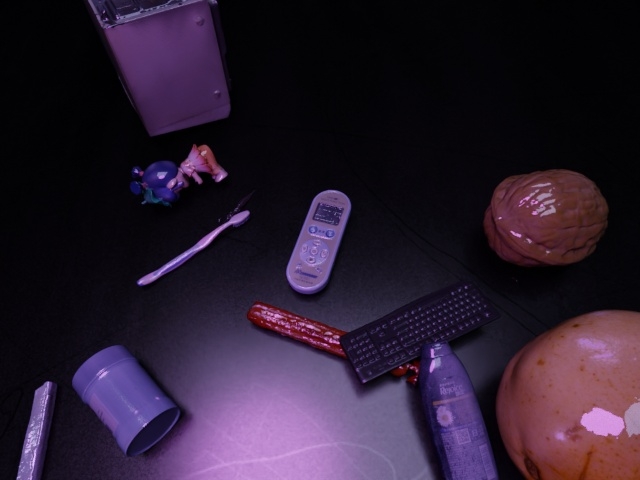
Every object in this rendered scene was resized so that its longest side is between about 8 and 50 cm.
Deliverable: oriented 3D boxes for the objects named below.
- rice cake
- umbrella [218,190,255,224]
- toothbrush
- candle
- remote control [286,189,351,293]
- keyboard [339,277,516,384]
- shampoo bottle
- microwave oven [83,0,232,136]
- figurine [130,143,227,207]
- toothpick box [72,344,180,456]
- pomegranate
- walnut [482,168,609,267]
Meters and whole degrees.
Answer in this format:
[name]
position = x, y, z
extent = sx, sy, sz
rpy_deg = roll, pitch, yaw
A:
[rice cake]
position = -0.472, 0.322, 0.708
extent = 0.029, 0.033, 0.170
rpy_deg = -6, 59, -2
[umbrella]
position = -0.183, -0.072, 0.942
extent = 0.013, 0.022, 0.122
rpy_deg = 11, 45, 38
[toothbrush]
position = -0.259, 0.015, 0.886
extent = 0.269, 0.027, 0.021
rpy_deg = -35, 55, -17
[candle]
position = 0.021, 0.178, 0.766
extent = 0.330, 0.048, 0.051
rpy_deg = 18, 38, 12
[remote control]
position = 0.000, 0.000, 0.874
extent = 0.087, 0.047, 0.244
rpy_deg = 13, 61, 14
[keyboard]
position = 0.222, 0.136, 0.752
extent = 0.382, 0.041, 0.103
rpy_deg = -18, 53, -17
[shampoo bottle]
position = 0.208, 0.276, 0.659
extent = 0.087, 0.049, 0.233
rpy_deg = -11, 77, -9
[microwave oven]
position = -0.400, -0.504, 1.034
extent = 0.247, 0.332, 0.394
rpy_deg = -25, 61, -17
[figurine]
position = -0.320, -0.147, 0.946
extent = 0.195, 0.102, 0.111
rpy_deg = -33, 30, -12
[toothpick box]
position = -0.320, 0.261, 0.699
extent = 0.153, 0.101, 0.101
rpy_deg = 39, 68, 21
[pomegranate]
position = 0.412, 0.239, 0.580
extent = 0.320, 0.319, 0.318
rpy_deg = -1, 59, 2
[walnut]
position = 0.411, -0.041, 0.792
extent = 0.214, 0.213, 0.213
rpy_deg = -1, 59, 2
